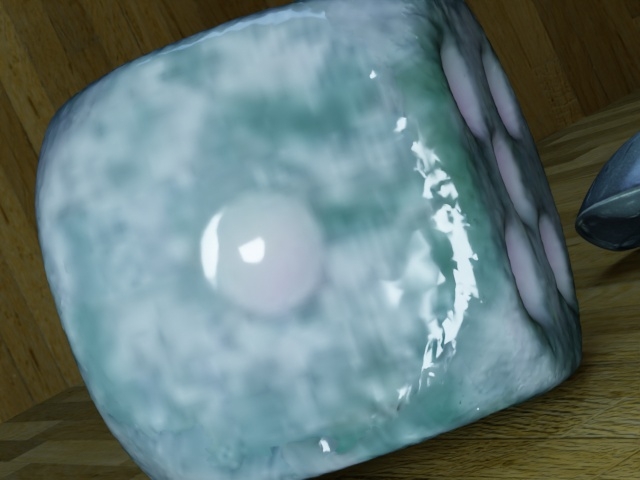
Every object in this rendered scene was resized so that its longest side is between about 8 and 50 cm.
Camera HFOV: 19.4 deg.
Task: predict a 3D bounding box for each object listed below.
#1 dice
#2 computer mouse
[{"bbox_3d":[0.000,0.000,1.458,0.328,0.330,0.348,-19,-1,17],"label":"dice"},{"bbox_3d":[0.409,-0.098,1.866,0.379,0.090,0.167,-21,-18,-19],"label":"computer mouse"}]
